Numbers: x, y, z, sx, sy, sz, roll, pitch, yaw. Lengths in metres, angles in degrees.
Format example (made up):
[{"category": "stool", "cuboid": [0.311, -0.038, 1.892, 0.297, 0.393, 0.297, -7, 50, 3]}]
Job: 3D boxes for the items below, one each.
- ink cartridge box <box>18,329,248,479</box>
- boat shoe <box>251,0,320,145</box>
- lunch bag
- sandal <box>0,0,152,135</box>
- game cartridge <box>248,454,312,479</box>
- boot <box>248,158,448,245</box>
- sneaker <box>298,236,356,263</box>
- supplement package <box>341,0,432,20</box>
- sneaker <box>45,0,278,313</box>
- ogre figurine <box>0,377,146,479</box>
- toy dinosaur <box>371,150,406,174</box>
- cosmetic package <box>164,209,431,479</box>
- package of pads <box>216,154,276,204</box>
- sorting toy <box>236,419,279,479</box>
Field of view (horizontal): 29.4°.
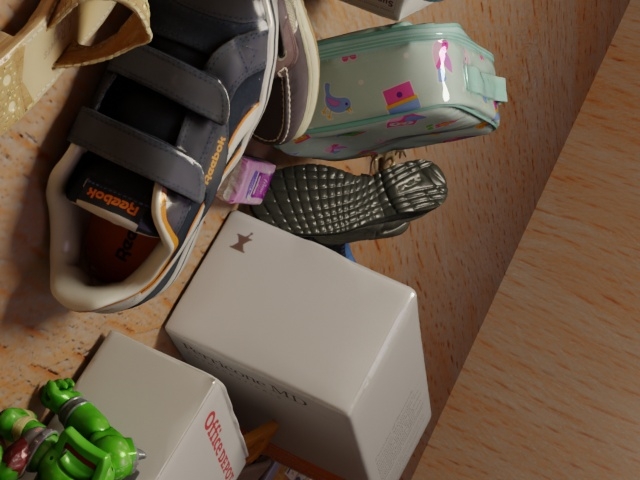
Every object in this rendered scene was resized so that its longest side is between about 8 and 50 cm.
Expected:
[{"category": "ink cartridge box", "cuboid": [-0.208, 0.275, 1.159, 0.307, 0.129, 0.223, -59, 161, -25]}, {"category": "boat shoe", "cuboid": [-0.066, -0.196, 1.050, 0.092, 0.102, 0.285, -41, 145, -36]}, {"category": "lunch bag", "cuboid": [0.076, -0.157, 1.297, 0.279, 0.224, 0.108, -3, 83, -71]}, {"category": "sandal", "cuboid": [-0.158, -0.147, 0.855, 0.240, 0.079, 0.088, -57, 161, -31]}, {"category": "game cartridge", "cuboid": [-0.042, 0.345, 1.785, 0.297, 0.062, 0.198, -58, 140, -19]}, {"category": "boot", "cuboid": [0.018, -0.026, 1.432, 0.161, 0.246, 0.084, 135, -54, -63]}, {"category": "sneaker", "cuboid": [0.000, 0.000, 1.583, 0.069, 0.082, 0.209, -27, 135, -8]}, {"category": "supplement package", "cuboid": [0.072, -0.359, 1.188, 0.139, 0.133, 0.244, -39, 148, -55]}, {"category": "sneaker", "cuboid": [-0.126, -0.081, 0.958, 0.127, 0.126, 0.321, -39, 150, -68]}, {"category": "ogre figurine", "cuboid": [-0.229, 0.187, 1.002, 0.097, 0.118, 0.197, -70, 162, 9]}, {"category": "toy dinosaur", "cuboid": [0.102, -0.148, 1.728, 0.093, 0.053, 0.183, -70, 180, -53]}, {"category": "cosmetic package", "cuboid": [-0.007, 0.164, 1.464, 0.162, 0.230, 0.453, -60, 161, -19]}, {"category": "package of pads", "cuboid": [-0.080, -0.064, 1.282, 0.050, 0.032, 0.083, -66, 163, 7]}, {"category": "sorting toy", "cuboid": [-0.160, 0.324, 1.431, 0.348, 0.047, 0.196, -53, 161, 19]}]
